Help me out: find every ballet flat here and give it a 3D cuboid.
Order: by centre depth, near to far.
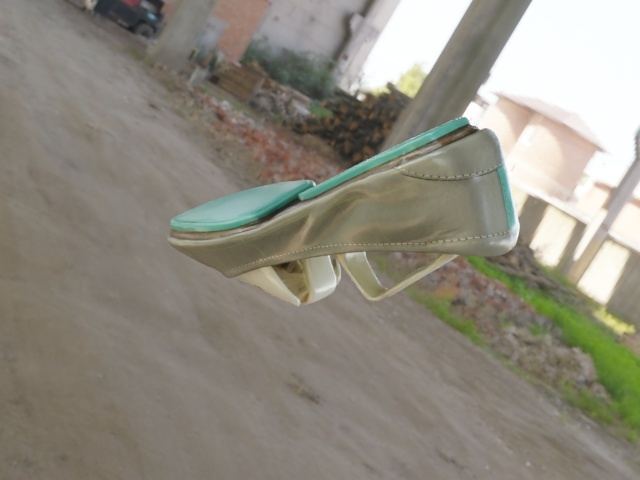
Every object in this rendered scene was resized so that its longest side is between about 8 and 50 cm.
[{"bbox_3d":[0.000,0.000,0.427,0.213,0.068,0.072,-13,12,47],"label":"ballet flat"}]
